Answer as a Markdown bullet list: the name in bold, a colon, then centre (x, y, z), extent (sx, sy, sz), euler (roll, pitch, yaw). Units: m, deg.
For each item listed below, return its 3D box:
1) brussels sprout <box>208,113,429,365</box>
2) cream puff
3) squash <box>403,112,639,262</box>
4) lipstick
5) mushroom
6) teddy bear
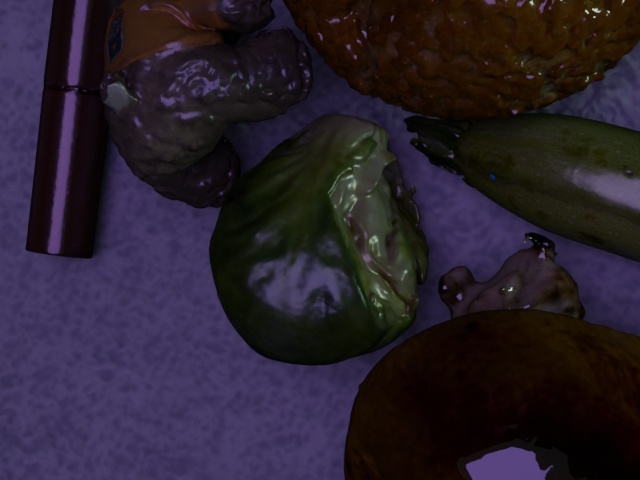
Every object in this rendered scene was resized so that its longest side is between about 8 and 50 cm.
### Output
- **brussels sprout**: centre (-0.007, 0.002, 1.082), extent (0.145, 0.131, 0.183), euler (-16, 62, 25)
- **cream puff**: centre (0.097, -0.227, 1.018), extent (0.303, 0.212, 0.303), euler (0, 92, 10)
- **squash**: centre (0.212, -0.033, 1.051), extent (0.341, 0.094, 0.094), euler (22, 96, 14)
- **lipstick**: centre (-0.183, -0.165, 1.172), extent (0.057, 0.057, 0.356), euler (8, 93, 15)
- **mushroom**: centre (0.171, 0.183, 1.026), extent (0.346, 0.259, 0.345), euler (1, 115, 2)
- **teddy bear**: centre (-0.104, -0.141, 1.103), extent (0.177, 0.140, 0.190), euler (-49, 43, 44)
